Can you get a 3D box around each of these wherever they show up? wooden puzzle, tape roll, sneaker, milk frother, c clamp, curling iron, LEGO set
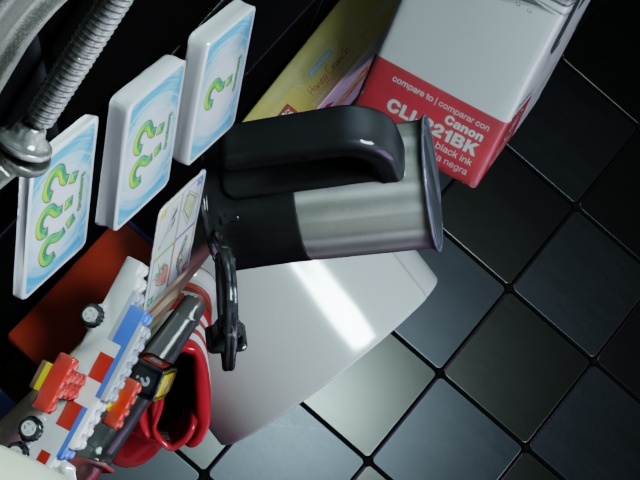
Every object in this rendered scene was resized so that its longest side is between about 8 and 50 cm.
[{"bbox_3d":[-0.214,0.129,0.855,0.322,0.080,0.348,-49,-175,44],"label":"wooden puzzle"},{"bbox_3d":[-0.041,0.042,1.174,0.246,0.169,0.246,-36,-177,2],"label":"tape roll"},{"bbox_3d":[-0.138,0.132,1.030,0.128,0.087,0.221,-94,-163,-49],"label":"sneaker"},{"bbox_3d":[0.000,0.000,0.769,0.135,0.143,0.129,-6,172,11],"label":"milk frother"},{"bbox_3d":[-0.080,-0.059,0.418,0.160,0.022,0.137,-50,180,25],"label":"c clamp"},{"bbox_3d":[-0.153,0.147,0.852,0.274,0.035,0.068,-53,-177,-23],"label":"curling iron"},{"bbox_3d":[-0.086,0.024,0.664,0.182,0.060,0.244,-49,160,-48],"label":"LEGO set"}]

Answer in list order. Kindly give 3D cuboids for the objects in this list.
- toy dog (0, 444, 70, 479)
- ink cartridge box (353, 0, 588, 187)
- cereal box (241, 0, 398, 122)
[{"bbox_3d":[-0.176,0.241,0.358,0.408,0.284,0.395,-51,180,9],"label":"toy dog"},{"bbox_3d":[0.146,-0.206,0.975,0.197,0.114,0.272,-49,165,-54],"label":"ink cartridge box"},{"bbox_3d":[0.024,-0.158,1.126,0.173,0.047,0.240,-50,180,17],"label":"cereal box"}]
